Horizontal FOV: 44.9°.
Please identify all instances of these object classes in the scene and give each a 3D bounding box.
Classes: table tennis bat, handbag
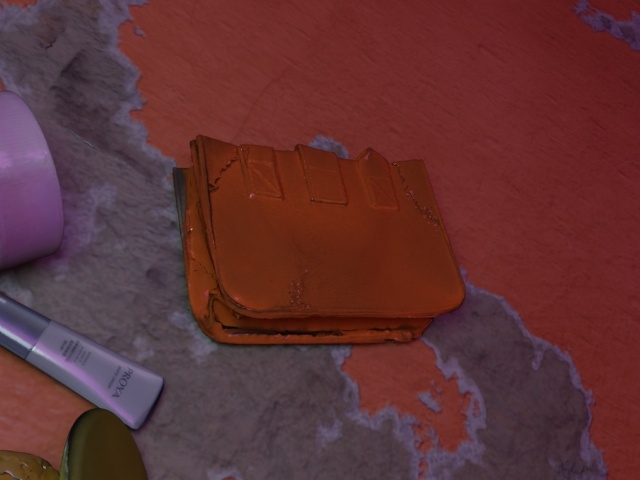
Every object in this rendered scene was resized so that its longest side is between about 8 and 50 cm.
[{"bbox_3d":[-0.200,0.357,0.811,0.054,0.224,0.369,-15,89,3],"label":"table tennis bat"},{"bbox_3d":[0.000,0.000,1.154,0.410,0.116,0.303,3,60,-30],"label":"handbag"}]

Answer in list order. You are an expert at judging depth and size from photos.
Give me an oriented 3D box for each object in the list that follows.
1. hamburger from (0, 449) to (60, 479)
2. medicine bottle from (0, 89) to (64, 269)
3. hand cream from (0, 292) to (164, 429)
[{"bbox_3d":[-0.339,0.319,0.784,0.213,0.108,0.214,14,61,-28],"label":"hamburger"},{"bbox_3d":[-0.472,-0.038,0.833,0.325,0.212,0.212,-18,74,-35],"label":"medicine bottle"},{"bbox_3d":[-0.309,0.139,0.932,0.255,0.048,0.079,32,51,-12],"label":"hand cream"}]
